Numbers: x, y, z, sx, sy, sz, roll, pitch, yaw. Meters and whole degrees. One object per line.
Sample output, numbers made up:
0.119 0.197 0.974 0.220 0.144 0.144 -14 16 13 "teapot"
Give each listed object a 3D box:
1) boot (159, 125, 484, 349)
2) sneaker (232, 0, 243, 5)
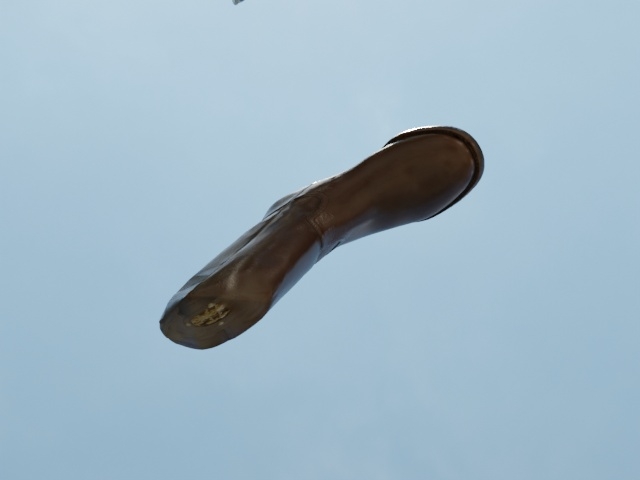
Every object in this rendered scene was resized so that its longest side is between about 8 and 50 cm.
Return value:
0.000 0.000 0.689 0.037 0.106 0.114 61 -144 -7 "boot"
-0.096 -0.202 0.997 0.192 0.064 0.086 31 -103 5 "sneaker"
